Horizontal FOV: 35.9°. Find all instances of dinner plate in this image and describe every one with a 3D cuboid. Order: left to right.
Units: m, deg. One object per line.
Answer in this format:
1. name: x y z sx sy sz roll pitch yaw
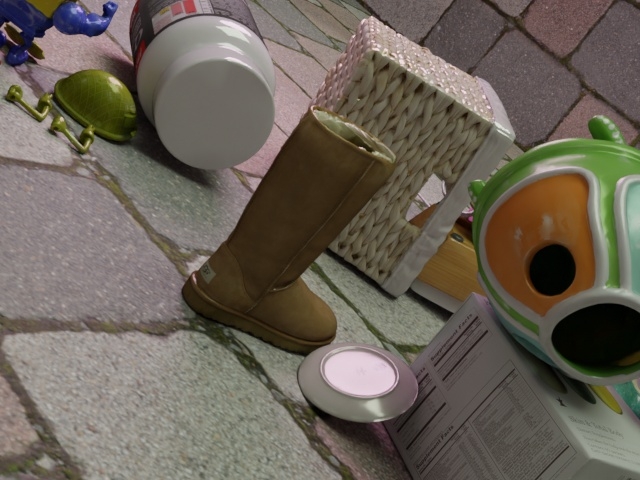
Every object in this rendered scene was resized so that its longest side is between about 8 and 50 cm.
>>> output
1. dinner plate: 0.045 0.158 1.148 0.141 0.017 0.141 6 32 -4

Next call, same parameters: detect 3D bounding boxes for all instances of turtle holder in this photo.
1. turtle holder: 0.300 0.052 1.084 0.227 0.243 0.320 -87 160 -49

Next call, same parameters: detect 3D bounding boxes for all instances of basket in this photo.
1. basket: 0.106 -0.149 1.616 0.266 0.328 0.331 30 20 -11

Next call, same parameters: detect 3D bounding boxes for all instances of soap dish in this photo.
1. soap dish: 0.286 0.059 1.717 0.290 0.118 0.229 27 18 -10

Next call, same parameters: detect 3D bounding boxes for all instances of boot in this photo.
1. boot: 0.000 0.000 1.142 0.236 0.269 0.089 19 28 -43

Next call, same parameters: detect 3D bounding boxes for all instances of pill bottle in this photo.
1. pill bottle: -0.183 -0.268 1.526 0.210 0.210 0.363 28 21 -27

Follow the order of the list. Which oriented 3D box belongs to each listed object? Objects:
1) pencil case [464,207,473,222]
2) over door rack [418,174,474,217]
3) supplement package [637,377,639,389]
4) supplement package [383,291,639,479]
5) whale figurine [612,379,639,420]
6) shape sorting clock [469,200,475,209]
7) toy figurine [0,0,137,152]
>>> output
1. pencil case: 0.393 0.005 2.136 0.098 0.095 0.209 -10 42 -18
2. over door rack: 0.198 -0.164 1.943 0.324 0.108 0.239 41 -14 25
3. supplement package: 0.550 0.294 1.584 0.149 0.194 0.203 41 20 12
4. supplement package: 0.236 0.236 1.138 0.199 0.198 0.263 23 24 -35
5. whale figurine: 0.356 0.265 1.327 0.141 0.216 0.272 -35 100 -53
6. shape sorting clock: 0.345 -0.018 1.756 0.206 0.040 0.206 29 24 -15
7. toy figurine: -0.359 -0.312 1.297 0.362 0.217 0.191 38 19 0
